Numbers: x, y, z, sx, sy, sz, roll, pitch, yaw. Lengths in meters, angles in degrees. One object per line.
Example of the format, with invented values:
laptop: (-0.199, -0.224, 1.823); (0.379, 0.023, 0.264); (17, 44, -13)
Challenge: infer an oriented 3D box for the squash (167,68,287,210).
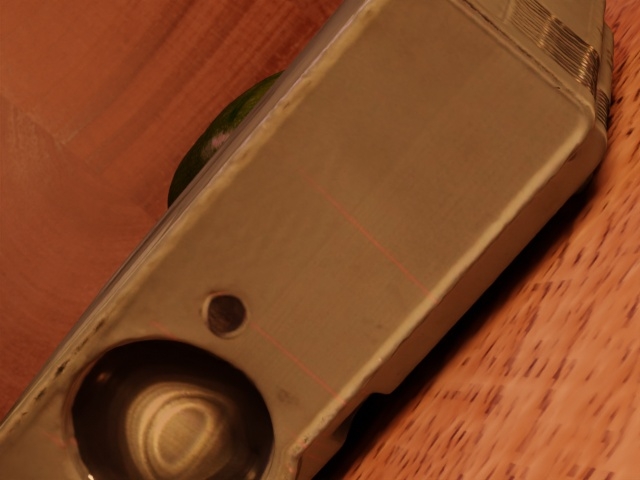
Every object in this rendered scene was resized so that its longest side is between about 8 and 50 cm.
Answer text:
squash: (-0.023, -0.023, 0.776); (0.069, 0.069, 0.258); (-52, 5, -16)

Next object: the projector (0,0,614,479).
projector: (0.000, 0.000, 0.413); (0.147, 0.061, 0.115); (-49, 4, 20)
